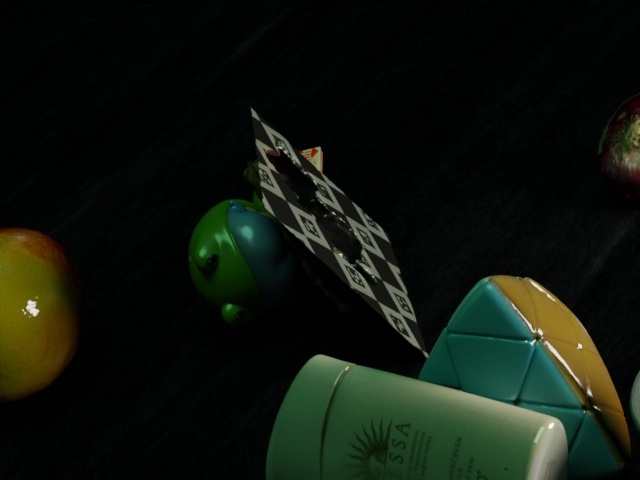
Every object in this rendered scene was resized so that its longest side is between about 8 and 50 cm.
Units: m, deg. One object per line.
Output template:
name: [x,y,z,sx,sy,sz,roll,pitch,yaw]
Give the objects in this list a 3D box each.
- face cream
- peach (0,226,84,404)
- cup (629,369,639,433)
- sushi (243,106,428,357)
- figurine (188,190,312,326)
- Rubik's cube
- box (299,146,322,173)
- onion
face cream: [0.090,0.228,1.566,0.348,0.174,0.081,13,8,39]
peach: [-0.415,0.095,1.954,0.231,0.231,0.231,-13,33,9]
cup: [0.409,0.197,1.447,0.199,0.150,0.199,-14,33,9]
sushi: [0.000,0.000,1.876,0.059,0.292,0.294,-41,26,15]
figurine: [-0.077,0.006,1.982,0.143,0.162,0.263,-8,24,30]
Rubik's cube: [0.175,0.143,1.591,0.254,0.254,0.254,-13,33,9]
box: [-0.027,-0.106,2.242,0.058,0.015,0.093,-12,34,8]
onion: [0.443,-0.113,1.948,0.150,0.140,0.150,-26,56,45]
